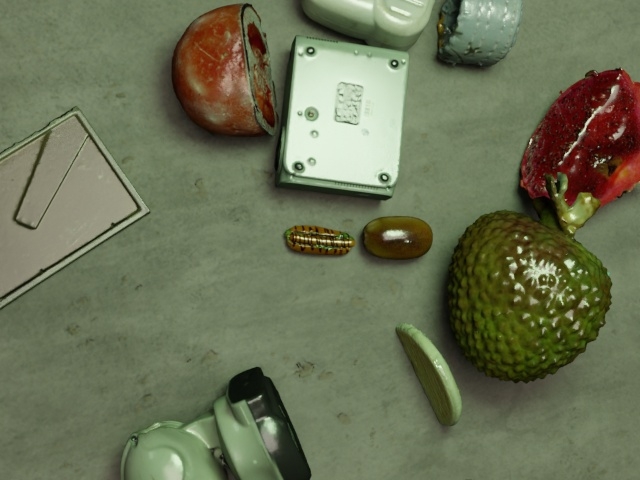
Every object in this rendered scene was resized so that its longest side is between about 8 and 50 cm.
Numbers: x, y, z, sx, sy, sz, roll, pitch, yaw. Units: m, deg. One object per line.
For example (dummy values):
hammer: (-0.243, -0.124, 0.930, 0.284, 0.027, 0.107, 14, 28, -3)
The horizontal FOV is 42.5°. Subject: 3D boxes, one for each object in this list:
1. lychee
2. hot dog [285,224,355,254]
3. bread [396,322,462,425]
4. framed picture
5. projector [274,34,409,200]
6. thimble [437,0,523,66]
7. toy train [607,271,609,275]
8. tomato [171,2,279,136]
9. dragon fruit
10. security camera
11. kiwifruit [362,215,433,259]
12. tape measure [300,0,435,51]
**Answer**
lychee: (0.335, 0.071, 1.341, 0.269, 0.270, 0.320, 28, 74, -7)
hot dog: (0.000, 0.000, 1.397, 0.122, 0.037, 0.049, 4, 89, -8)
bread: (0.196, 0.224, 1.378, 0.036, 0.112, 0.193, -27, 91, -15)
framed picture: (-0.455, -0.053, 1.328, 0.289, 0.016, 0.213, -35, 92, -11)
projector: (0.034, -0.203, 1.380, 0.198, 0.108, 0.251, 7, 85, -9)
thimble: (0.273, -0.374, 1.413, 0.117, 0.151, 0.127, 7, 73, -9)
toy train: (0.476, 0.059, 1.483, 0.092, 0.029, 0.045, 27, 74, -6)
tomato: (-0.163, -0.266, 1.335, 0.155, 0.181, 0.214, -7, 79, 7)
dragon fruit: (0.482, -0.150, 1.458, 0.211, 0.134, 0.262, 33, 97, -18)
security camera: (-0.171, 0.344, 1.271, 0.277, 0.197, 0.191, -23, 100, -5)
kiwifruit: (0.133, -0.005, 1.404, 0.124, 0.075, 0.075, 3, 86, -14)
tape measure: (0.103, -0.467, 1.405, 0.265, 0.130, 0.258, 20, 80, -3)
